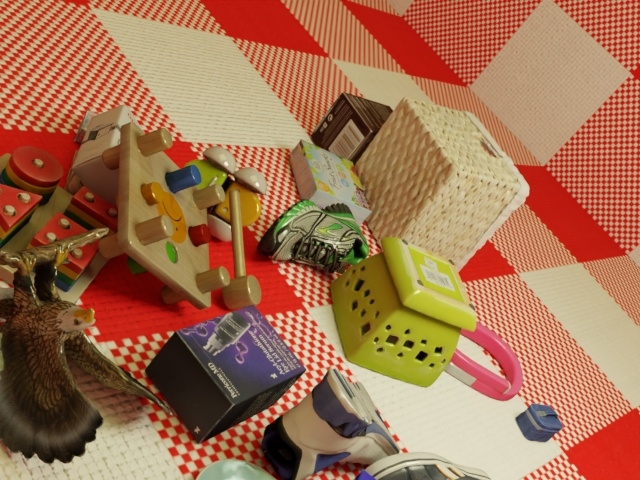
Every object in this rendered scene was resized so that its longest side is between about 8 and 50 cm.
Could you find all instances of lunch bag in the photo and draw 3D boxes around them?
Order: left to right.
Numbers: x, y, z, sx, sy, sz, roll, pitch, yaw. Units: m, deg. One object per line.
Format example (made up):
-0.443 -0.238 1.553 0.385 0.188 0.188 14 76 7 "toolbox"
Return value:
-0.450 -0.221 1.678 0.071 0.053 0.083 24 42 -23 "lunch bag"
0.498 0.408 1.871 0.098 0.065 0.067 14 38 -38 "lunch bag"

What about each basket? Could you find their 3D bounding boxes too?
0.289 -0.144 2.146 0.266 0.331 0.328 11 39 -39 "basket"

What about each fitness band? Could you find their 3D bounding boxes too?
0.356 0.256 1.937 0.291 0.054 0.209 32 29 -15 "fitness band"

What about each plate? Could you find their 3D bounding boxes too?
-0.109 0.405 1.210 0.188 0.024 0.188 30 30 -19 "plate"

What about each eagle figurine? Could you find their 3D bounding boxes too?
-0.361 0.147 1.165 0.226 0.225 0.298 -18 91 -13 "eagle figurine"

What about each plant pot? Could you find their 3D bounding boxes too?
0.181 0.138 1.740 0.228 0.207 0.227 23 32 -29 "plant pot"

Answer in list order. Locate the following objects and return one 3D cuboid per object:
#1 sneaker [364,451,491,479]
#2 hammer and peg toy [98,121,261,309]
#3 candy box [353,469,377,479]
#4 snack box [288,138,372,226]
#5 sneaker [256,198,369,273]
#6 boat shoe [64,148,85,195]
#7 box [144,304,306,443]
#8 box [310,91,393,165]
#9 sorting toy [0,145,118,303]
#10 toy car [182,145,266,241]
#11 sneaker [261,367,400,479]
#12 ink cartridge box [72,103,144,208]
0.205 0.447 1.410 0.321 0.126 0.127 18 29 -36 "sneaker"
-0.245 -0.018 1.474 0.361 0.127 0.265 49 28 -53 "hammer and peg toy"
0.091 0.527 1.168 0.268 0.122 0.317 39 29 1 "candy box"
0.022 -0.144 2.099 0.175 0.070 0.207 21 32 -31 "snack box"
0.000 0.000 1.802 0.344 0.134 0.146 -7 53 -54 "sneaker"
-0.449 -0.135 1.564 0.153 0.048 0.056 -101 165 -50 "boat shoe"
-0.151 0.211 1.350 0.153 0.108 0.207 49 29 15 "box"
0.119 -0.280 2.304 0.203 0.168 0.167 6 42 -46 "box"
-0.459 -0.040 1.367 0.255 0.089 0.257 34 29 -9 "sorting toy"
-0.208 -0.094 1.710 0.182 0.159 0.136 34 -6 -9 "toy car"
0.004 0.318 1.368 0.127 0.182 0.315 60 5 30 "sneaker"
-0.379 -0.146 1.563 0.190 0.082 0.139 -96 162 -54 "ink cartridge box"
